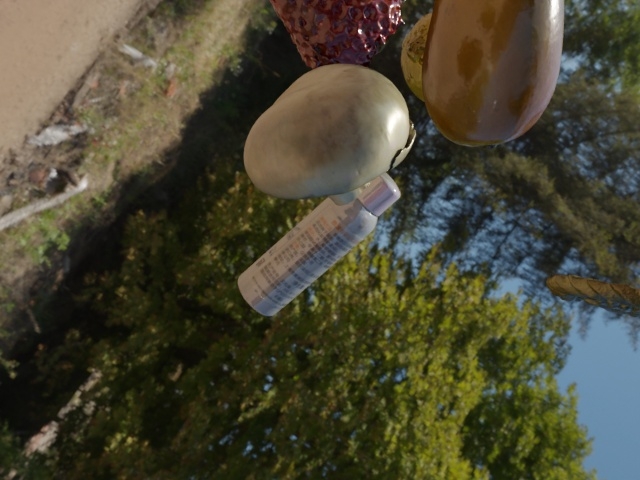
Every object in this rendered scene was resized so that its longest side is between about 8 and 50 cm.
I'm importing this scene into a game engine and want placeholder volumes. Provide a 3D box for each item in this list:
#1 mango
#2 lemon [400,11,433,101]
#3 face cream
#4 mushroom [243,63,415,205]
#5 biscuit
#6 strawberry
[{"bbox_3d":[0.175,-0.204,0.630,0.254,0.139,0.175,80,3,-51],"label":"mango"},{"bbox_3d":[0.224,-0.316,1.069,0.206,0.173,0.173,-12,152,-43],"label":"lemon"},{"bbox_3d":[0.000,0.000,0.884,0.269,0.082,0.082,-40,-169,14],"label":"face cream"},{"bbox_3d":[0.008,-0.086,0.550,0.154,0.122,0.154,-16,-146,11],"label":"mushroom"},{"bbox_3d":[0.474,0.092,0.939,0.187,0.274,0.036,26,80,-54],"label":"biscuit"},{"bbox_3d":[-0.002,-0.385,0.967,0.205,0.244,0.205,-33,-136,38],"label":"strawberry"}]
